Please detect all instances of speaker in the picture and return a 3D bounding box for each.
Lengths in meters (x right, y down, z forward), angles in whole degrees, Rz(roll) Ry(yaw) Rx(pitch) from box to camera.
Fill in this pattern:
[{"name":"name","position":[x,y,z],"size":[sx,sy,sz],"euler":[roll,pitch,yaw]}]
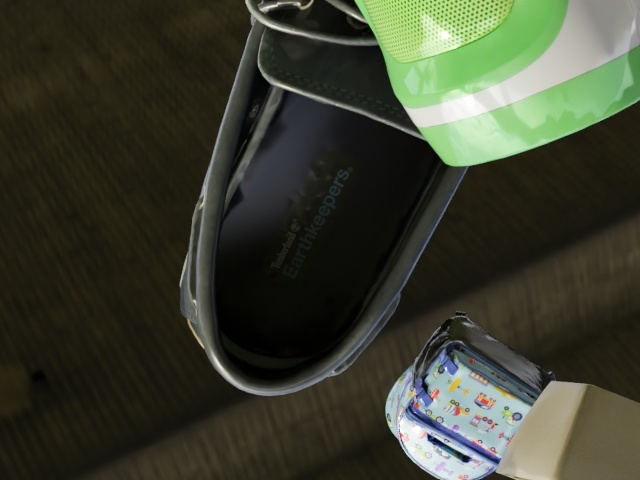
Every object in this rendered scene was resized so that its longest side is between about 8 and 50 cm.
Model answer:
[{"name":"speaker","position":[0.048,-0.188,0.659],"size":[0.131,0.296,0.131],"euler":[-23,-170,4]}]

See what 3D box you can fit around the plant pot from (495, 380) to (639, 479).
[{"name":"plant pot","position":[0.239,0.183,1.357],"size":[0.109,0.109,0.096],"euler":[-5,-115,69]}]

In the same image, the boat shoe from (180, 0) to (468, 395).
[{"name":"boat shoe","position":[0.041,-0.119,0.949],"size":[0.187,0.500,0.156],"euler":[22,-165,-4]}]

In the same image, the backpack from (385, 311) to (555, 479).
[{"name":"backpack","position":[0.154,0.191,1.667],"size":[0.158,0.173,0.117],"euler":[35,-156,-8]}]
